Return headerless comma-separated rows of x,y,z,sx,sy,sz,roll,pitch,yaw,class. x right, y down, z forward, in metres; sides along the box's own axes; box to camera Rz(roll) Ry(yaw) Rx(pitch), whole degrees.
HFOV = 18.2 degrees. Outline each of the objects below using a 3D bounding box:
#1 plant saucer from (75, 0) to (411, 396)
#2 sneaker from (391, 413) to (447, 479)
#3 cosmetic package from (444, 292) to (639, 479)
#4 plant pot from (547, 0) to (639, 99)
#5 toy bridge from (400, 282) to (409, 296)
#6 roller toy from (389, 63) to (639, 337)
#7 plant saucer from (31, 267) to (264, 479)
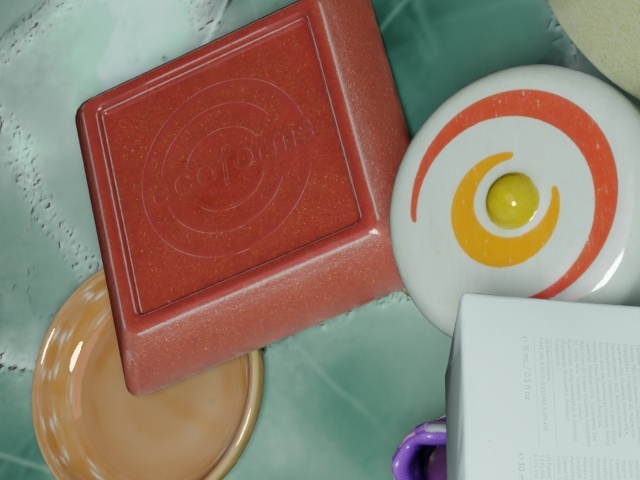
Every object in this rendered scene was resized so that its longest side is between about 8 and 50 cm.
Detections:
-0.062,-0.049,1.461,0.258,0.048,0.259,-23,60,16,plant saucer
0.124,0.201,1.289,0.095,0.104,0.236,-46,61,10,sneaker
0.215,0.212,1.093,0.284,0.097,0.377,3,52,-1,cosmetic package
0.276,-0.219,1.252,0.274,0.256,0.256,-43,60,31,plant pot
0.000,0.000,1.455,0.188,0.026,0.063,8,79,31,toy bridge
0.147,-0.010,1.305,0.191,0.146,0.209,42,100,31,roller toy
-0.125,0.109,1.491,0.200,0.037,0.200,-7,74,27,plant saucer
